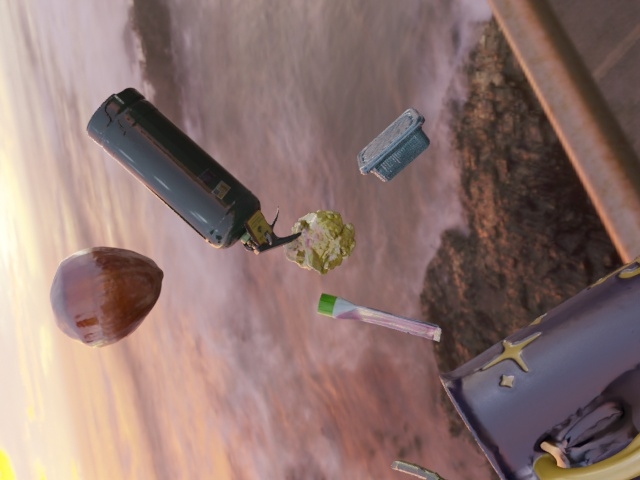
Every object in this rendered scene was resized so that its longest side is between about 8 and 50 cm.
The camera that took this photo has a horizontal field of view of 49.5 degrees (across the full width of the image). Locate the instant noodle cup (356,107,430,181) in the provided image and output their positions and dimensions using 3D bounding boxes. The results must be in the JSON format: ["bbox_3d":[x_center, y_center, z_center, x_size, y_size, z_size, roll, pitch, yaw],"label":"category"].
[{"bbox_3d":[0.168,-0.207,1.542,0.070,0.179,0.157,44,-166,-16],"label":"instant noodle cup"}]

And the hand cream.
[{"bbox_3d":[0.130,0.171,1.525,0.079,0.275,0.050,4,-82,-78],"label":"hand cream"}]

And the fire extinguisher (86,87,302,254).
[{"bbox_3d":[-0.172,-0.081,0.971,0.311,0.114,0.095,43,155,-1],"label":"fire extinguisher"}]

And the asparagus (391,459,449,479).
[{"bbox_3d":[0.213,0.465,1.359,0.236,0.027,0.034,-1,104,61],"label":"asparagus"}]

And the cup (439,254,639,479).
[{"bbox_3d":[0.266,0.141,0.575,0.178,0.256,0.255,54,-174,-20],"label":"cup"}]

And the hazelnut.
[{"bbox_3d":[-0.383,0.092,1.249,0.214,0.214,0.176,22,136,64],"label":"hazelnut"}]

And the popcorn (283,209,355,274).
[{"bbox_3d":[0.000,0.000,1.429,0.145,0.126,0.125,7,117,40],"label":"popcorn"}]
